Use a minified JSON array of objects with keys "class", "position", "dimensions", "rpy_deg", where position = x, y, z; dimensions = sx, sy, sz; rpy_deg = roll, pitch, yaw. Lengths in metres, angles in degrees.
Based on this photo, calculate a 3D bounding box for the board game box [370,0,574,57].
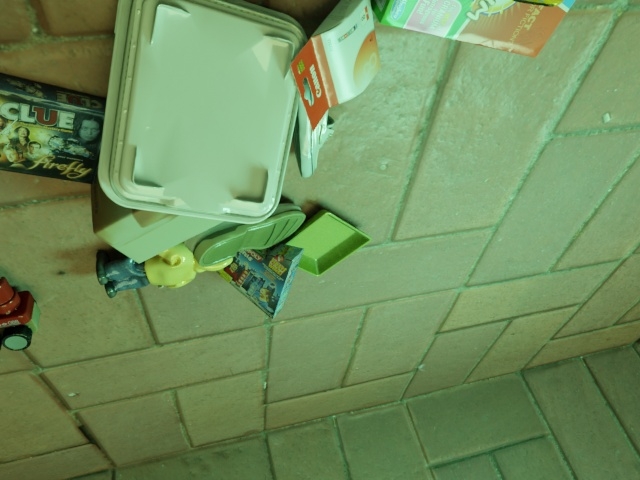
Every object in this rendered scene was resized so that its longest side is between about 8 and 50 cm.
[{"class":"board game box","position":[0.267,-0.426,0.802],"dimensions":[0.316,0.064,0.242],"rpy_deg":[2,140,-22]}]

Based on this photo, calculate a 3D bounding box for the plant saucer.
[{"class":"plant saucer","position":[0.000,0.000,1.288],"dimensions":[0.188,0.045,0.188],"rpy_deg":[-35,141,24]}]

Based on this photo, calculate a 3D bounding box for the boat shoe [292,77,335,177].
[{"class":"boat shoe","position":[-0.009,-0.208,0.969],"dimensions":[0.075,0.083,0.226],"rpy_deg":[-11,143,-9]}]

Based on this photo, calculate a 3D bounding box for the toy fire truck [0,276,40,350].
[{"class":"toy fire truck","position":[-0.731,0.138,1.075],"dimensions":[0.216,0.159,0.247],"rpy_deg":[-10,132,-11]}]

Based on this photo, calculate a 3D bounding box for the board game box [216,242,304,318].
[{"class":"board game box","position":[-0.132,0.058,1.227],"dimensions":[0.194,0.194,0.060],"rpy_deg":[-51,178,38]}]

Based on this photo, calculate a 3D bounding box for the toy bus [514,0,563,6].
[{"class":"toy bus","position":[0.321,-0.473,0.638],"dimensions":[0.130,0.108,0.333],"rpy_deg":[17,111,-28]}]

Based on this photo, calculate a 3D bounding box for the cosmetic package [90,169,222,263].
[{"class":"cosmetic package","position":[-0.252,-0.101,0.949],"dimensions":[0.296,0.153,0.129],"rpy_deg":[-26,145,9]}]

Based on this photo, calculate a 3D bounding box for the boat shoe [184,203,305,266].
[{"class":"boat shoe","position":[-0.154,-0.041,1.094],"dimensions":[0.302,0.103,0.113],"rpy_deg":[-18,151,-50]}]

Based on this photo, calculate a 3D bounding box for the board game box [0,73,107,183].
[{"class":"board game box","position":[-0.476,-0.179,0.835],"dimensions":[0.243,0.042,0.165],"rpy_deg":[7,138,-31]}]

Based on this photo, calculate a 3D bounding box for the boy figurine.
[{"class":"boy figurine","position":[-0.340,0.044,1.156],"dimensions":[0.284,0.092,0.177],"rpy_deg":[-15,144,-7]}]

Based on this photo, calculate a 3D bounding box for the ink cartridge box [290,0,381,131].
[{"class":"ink cartridge box","position":[0.031,-0.280,0.835],"dimensions":[0.045,0.179,0.145],"rpy_deg":[19,155,25]}]

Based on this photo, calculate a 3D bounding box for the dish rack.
[{"class":"dish rack","position":[-0.160,-0.190,0.770],"dimensions":[0.285,0.072,0.333],"rpy_deg":[7,102,-25]}]
